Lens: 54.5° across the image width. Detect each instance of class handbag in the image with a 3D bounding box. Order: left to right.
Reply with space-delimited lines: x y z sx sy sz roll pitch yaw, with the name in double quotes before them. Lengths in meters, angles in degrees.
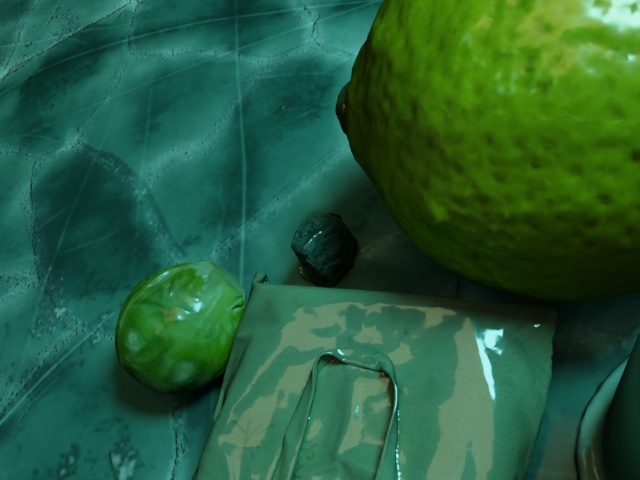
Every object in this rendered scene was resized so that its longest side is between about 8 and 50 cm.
"handbag" 0.041 0.157 0.574 0.315 0.109 0.253 6 64 23

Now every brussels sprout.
"brussels sprout" -0.152 0.092 0.682 0.155 0.117 0.155 -14 57 22

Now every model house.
"model house" 0.000 0.000 0.710 0.066 0.083 0.079 22 68 33

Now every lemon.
"lemon" 0.199 -0.121 0.552 0.386 0.350 0.350 10 61 19

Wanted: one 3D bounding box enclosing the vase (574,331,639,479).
"vase" 0.300 0.111 0.397 0.244 0.291 0.245 -9 53 12
